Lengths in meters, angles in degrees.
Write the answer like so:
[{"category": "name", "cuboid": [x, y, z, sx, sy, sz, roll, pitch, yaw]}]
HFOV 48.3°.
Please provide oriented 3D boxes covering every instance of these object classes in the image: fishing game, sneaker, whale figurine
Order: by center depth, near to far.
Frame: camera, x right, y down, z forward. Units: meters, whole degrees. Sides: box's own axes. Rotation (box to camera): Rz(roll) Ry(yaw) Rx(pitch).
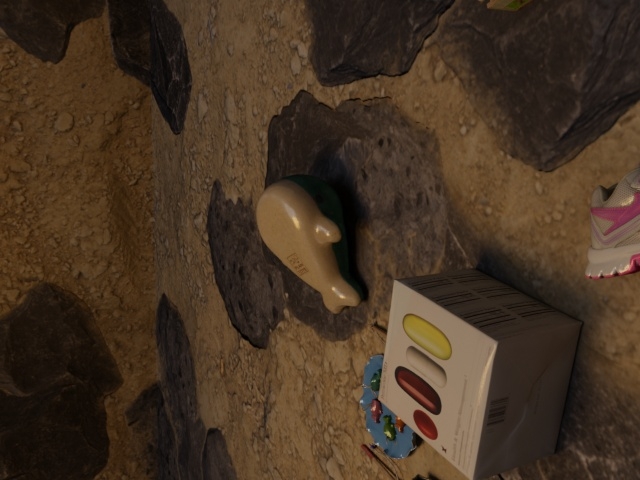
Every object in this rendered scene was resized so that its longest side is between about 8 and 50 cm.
[{"category": "sneaker", "cuboid": [0.351, -0.033, 0.692, 0.252, 0.103, 0.111, -22, 77, 59]}, {"category": "fishing game", "cuboid": [0.111, 0.291, 1.241, 0.189, 0.041, 0.264, 35, 125, 57]}, {"category": "whale figurine", "cuboid": [0.000, 0.000, 1.332, 0.272, 0.141, 0.216, 56, 148, 1]}]

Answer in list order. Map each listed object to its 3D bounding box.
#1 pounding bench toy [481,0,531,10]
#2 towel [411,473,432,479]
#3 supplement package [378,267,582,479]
[{"category": "pounding bench toy", "cuboid": [0.225, -0.330, 0.887, 0.052, 0.083, 0.065, -25, 73, 60]}, {"category": "towel", "cuboid": [0.233, 0.557, 1.068, 0.312, 0.056, 0.324, 25, 118, 61]}, {"category": "supplement package", "cuboid": [0.201, 0.165, 0.944, 0.203, 0.149, 0.194, 32, 122, 54]}]
